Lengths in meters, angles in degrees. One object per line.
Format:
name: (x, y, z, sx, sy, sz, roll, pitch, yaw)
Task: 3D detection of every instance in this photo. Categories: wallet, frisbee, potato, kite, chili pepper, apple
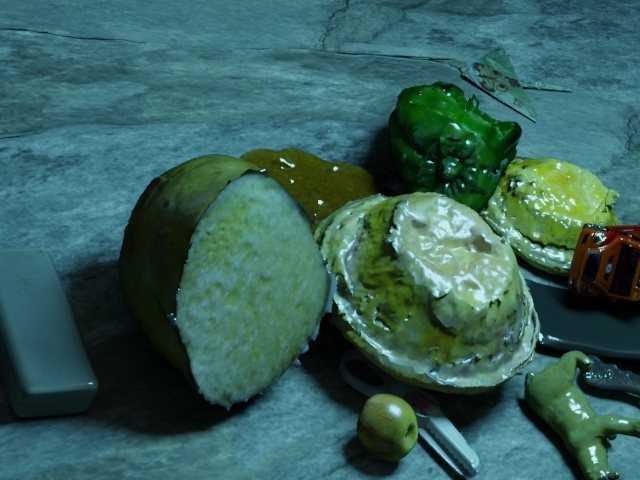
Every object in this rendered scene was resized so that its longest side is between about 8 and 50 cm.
wallet: (0.445, 0.130, 2.062, 0.285, 0.030, 0.146, 8, 38, -10)
frisbee: (0.495, 0.205, 1.979, 0.211, 0.012, 0.187, 37, 56, 13)
potato: (-0.154, 0.032, 1.733, 0.237, 0.301, 0.289, 16, 50, 42)
kite: (0.377, -0.296, 2.569, 0.250, 0.012, 0.229, 4, 45, -24)
chili pepper: (0.197, -0.145, 2.152, 0.213, 0.167, 0.385, 32, 20, -5)
apple: (0.087, 0.237, 1.719, 0.071, 0.084, 0.084, 11, 32, 24)

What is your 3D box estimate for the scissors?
scissors: (0.127, 0.223, 1.799, 0.118, 0.030, 0.242, -13, 48, -37)

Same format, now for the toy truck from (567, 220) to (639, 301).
toy truck: (0.490, 0.035, 2.100, 0.114, 0.107, 0.252, 24, 18, 39)

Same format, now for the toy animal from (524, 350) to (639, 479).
toy animal: (0.355, 0.248, 1.855, 0.101, 0.103, 0.219, -24, 58, -21)

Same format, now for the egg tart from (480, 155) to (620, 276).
egg tart: (0.392, -0.060, 2.218, 0.290, 0.107, 0.291, 14, 39, -12)

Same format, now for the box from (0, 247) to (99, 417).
box: (-0.354, 0.109, 1.667, 0.103, 0.055, 0.244, -2, 45, -30)

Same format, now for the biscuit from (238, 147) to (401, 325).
biscuit: (0.000, 0.000, 1.968, 0.381, 0.074, 0.359, 2, 42, -24)

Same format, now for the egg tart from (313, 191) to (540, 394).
egg tart: (0.157, 0.047, 1.848, 0.352, 0.150, 0.352, 14, 44, -14)
